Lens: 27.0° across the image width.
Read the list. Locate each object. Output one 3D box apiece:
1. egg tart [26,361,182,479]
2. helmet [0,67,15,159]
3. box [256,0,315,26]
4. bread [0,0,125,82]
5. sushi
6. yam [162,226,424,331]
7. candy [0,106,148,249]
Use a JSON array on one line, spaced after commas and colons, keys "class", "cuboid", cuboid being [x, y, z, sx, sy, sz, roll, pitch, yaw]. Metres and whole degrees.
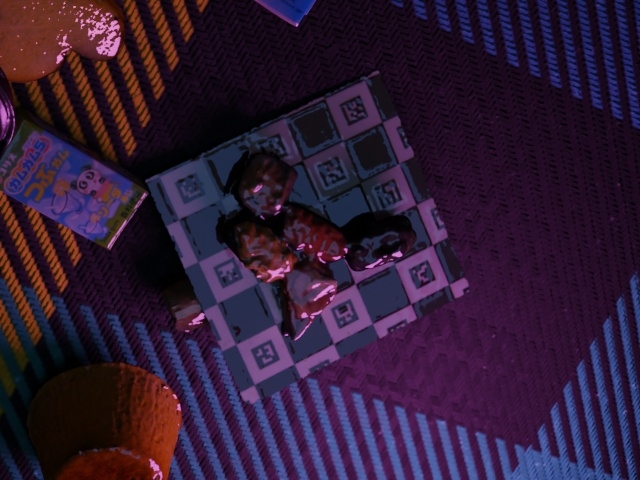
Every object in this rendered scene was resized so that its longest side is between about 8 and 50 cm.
[{"class": "egg tart", "cuboid": [-0.293, 0.281, 1.802, 0.215, 0.171, 0.215, -3, 124, -5]}, {"class": "helmet", "cuboid": [-0.452, -0.142, 1.512, 0.216, 0.193, 0.189, -36, 123, 18]}, {"class": "box", "cuboid": [-0.104, -0.346, 1.589, 0.194, 0.139, 0.073, 29, 100, -31]}, {"class": "bread", "cuboid": [-0.329, -0.256, 1.592, 0.187, 0.065, 0.149, 9, 123, -33]}, {"class": "sushi", "cuboid": [0.000, 0.000, 1.779, 0.359, 0.064, 0.343, -26, 104, -13]}, {"class": "yam", "cuboid": [-0.035, 0.043, 1.845, 0.371, 0.083, 0.083, -15, 119, -15]}, {"class": "candy", "cuboid": [-0.322, -0.076, 1.678, 0.194, 0.062, 0.097, 31, 100, -30]}]
